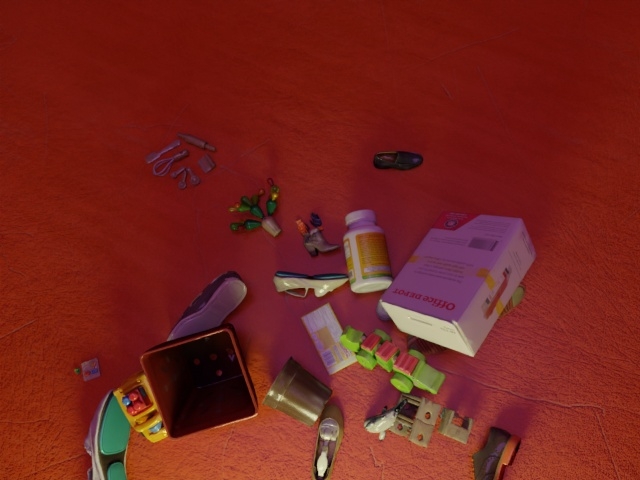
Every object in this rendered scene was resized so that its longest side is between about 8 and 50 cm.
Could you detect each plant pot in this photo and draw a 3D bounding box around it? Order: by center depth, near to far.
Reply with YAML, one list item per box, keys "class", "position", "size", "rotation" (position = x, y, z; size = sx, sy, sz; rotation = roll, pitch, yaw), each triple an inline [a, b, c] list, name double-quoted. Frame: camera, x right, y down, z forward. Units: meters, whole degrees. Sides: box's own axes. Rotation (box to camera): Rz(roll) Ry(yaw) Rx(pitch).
- class: "plant pot"
  position: [-0.336, 0.384, 1.678]
  size: [0.267, 0.236, 0.267]
  rotation: [-17, 98, 2]
- class: "plant pot"
  position: [-0.063, 0.463, 1.697]
  size: [0.165, 0.167, 0.167]
  rotation: [31, 79, 6]

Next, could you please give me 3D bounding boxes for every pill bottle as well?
- class: "pill bottle"
  position: [0.146, 0.033, 1.803]
  size: [0.136, 0.136, 0.246]
  rotation: [-9, 73, 4]

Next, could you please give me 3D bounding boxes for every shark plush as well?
- class: "shark plush"
  position: [0.186, 0.513, 1.666]
  size: [0.073, 0.067, 0.161]
  rotation: [29, 112, -14]

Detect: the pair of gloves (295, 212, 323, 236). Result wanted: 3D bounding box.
- class: "pair of gloves"
  position: [-0.037, -0.052, 1.916]
  size: [0.083, 0.010, 0.074]
  rotation: [-26, 72, -2]

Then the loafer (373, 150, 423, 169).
- class: "loafer"
  position: [0.265, -0.276, 1.921]
  size: [0.169, 0.061, 0.062]
  rotation: [-5, 72, 4]

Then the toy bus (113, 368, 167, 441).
- class: "toy bus"
  position: [-0.518, 0.501, 1.695]
  size: [0.149, 0.211, 0.220]
  rotation: [-29, 86, -4]

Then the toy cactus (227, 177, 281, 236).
- class: "toy cactus"
  position: [-0.201, -0.093, 1.909]
  size: [0.219, 0.112, 0.180]
  rotation: [-43, 83, -15]

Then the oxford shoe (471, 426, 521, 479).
- class: "oxford shoe"
  position: [0.471, 0.667, 1.614]
  size: [0.098, 0.097, 0.271]
  rotation: [23, 72, 33]

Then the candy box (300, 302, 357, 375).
- class: "candy box"
  position: [0.028, 0.311, 1.792]
  size: [0.105, 0.027, 0.206]
  rotation: [-26, 73, -5]

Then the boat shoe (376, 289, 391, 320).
- class: "boat shoe"
  position: [0.258, 0.156, 1.786]
  size: [0.083, 0.076, 0.226]
  rotation: [38, 81, 16]

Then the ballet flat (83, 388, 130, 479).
- class: "ballet flat"
  position: [-0.661, 0.664, 1.725]
  size: [0.139, 0.139, 0.401]
  rotation: [-10, 73, 4]

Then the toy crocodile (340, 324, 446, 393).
- class: "toy crocodile"
  position: [0.210, 0.349, 1.683]
  size: [0.340, 0.105, 0.115]
  rotation: [26, 63, 33]

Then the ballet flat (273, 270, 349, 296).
- class: "ballet flat"
  position: [-0.031, 0.144, 1.830]
  size: [0.248, 0.086, 0.086]
  rotation: [2, 74, 9]

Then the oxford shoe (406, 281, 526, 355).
- class: "oxford shoe"
  position: [0.428, 0.215, 1.743]
  size: [0.396, 0.141, 0.147]
  rotation: [-30, 40, 2]

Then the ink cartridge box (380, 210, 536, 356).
- class: "ink cartridge box"
  position: [0.397, 0.109, 1.636]
  size: [0.279, 0.160, 0.385]
  rotation: [12, 55, 49]

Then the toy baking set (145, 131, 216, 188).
- class: "toy baking set"
  position: [-0.502, -0.296, 2.032]
  size: [0.256, 0.030, 0.197]
  rotation: [28, 79, 14]

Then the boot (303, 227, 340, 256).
- class: "boot"
  position: [0.000, 0.000, 1.876]
  size: [0.118, 0.042, 0.087]
  rotation: [-16, 81, 9]

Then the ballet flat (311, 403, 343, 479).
- class: "ballet flat"
  position: [0.023, 0.607, 1.680]
  size: [0.080, 0.073, 0.233]
  rotation: [7, 74, 8]

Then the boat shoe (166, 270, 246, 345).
- class: "boat shoe"
  position: [-0.374, 0.230, 1.826]
  size: [0.324, 0.116, 0.097]
  rotation: [-46, 32, 3]

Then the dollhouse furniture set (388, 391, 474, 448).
- class: "dollhouse furniture set"
  position: [0.323, 0.543, 1.659]
  size: [0.183, 0.129, 0.129]
  rotation: [27, 77, -17]

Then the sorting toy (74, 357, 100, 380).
- class: "sorting toy"
  position: [-0.768, 0.429, 1.856]
  size: [0.083, 0.012, 0.062]
  rotation: [-19, 73, 0]
